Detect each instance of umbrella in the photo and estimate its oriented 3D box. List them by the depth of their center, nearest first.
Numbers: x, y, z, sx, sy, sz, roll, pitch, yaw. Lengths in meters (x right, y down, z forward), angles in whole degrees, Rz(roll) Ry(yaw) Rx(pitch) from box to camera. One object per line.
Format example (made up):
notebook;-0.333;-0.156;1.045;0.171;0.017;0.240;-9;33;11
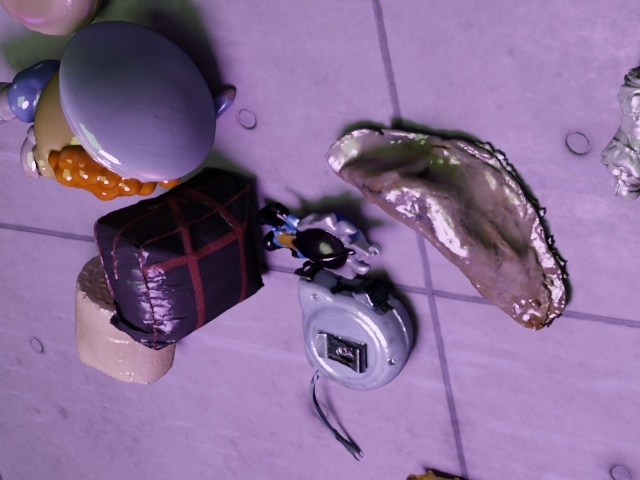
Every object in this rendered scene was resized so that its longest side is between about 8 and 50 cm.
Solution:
umbrella;0.319;-0.104;1.400;0.067;0.062;0.143;10;122;7

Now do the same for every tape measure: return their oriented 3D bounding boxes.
tape measure;0.045;0.188;1.804;0.164;0.084;0.330;16;127;34

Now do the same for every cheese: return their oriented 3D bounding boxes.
cheese;-0.335;-0.390;1.697;0.163;0.082;0.286;20;128;25

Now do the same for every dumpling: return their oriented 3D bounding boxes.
dumpling;0.150;-0.027;1.573;0.332;0.086;0.166;37;138;5

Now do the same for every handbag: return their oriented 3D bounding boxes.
handbag;-0.175;0.016;1.764;0.155;0.215;0.169;24;129;34

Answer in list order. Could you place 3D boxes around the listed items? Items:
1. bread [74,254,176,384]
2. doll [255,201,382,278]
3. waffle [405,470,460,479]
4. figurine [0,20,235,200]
bread;-0.274;0.112;1.964;0.148;0.134;0.141;36;136;31
doll;0.000;0.000;1.718;0.195;0.070;0.096;13;134;42
waffle;0.184;0.390;1.858;0.211;0.055;0.160;11;125;32
figurine;-0.312;-0.167;1.731;0.382;0.224;0.205;6;119;36
